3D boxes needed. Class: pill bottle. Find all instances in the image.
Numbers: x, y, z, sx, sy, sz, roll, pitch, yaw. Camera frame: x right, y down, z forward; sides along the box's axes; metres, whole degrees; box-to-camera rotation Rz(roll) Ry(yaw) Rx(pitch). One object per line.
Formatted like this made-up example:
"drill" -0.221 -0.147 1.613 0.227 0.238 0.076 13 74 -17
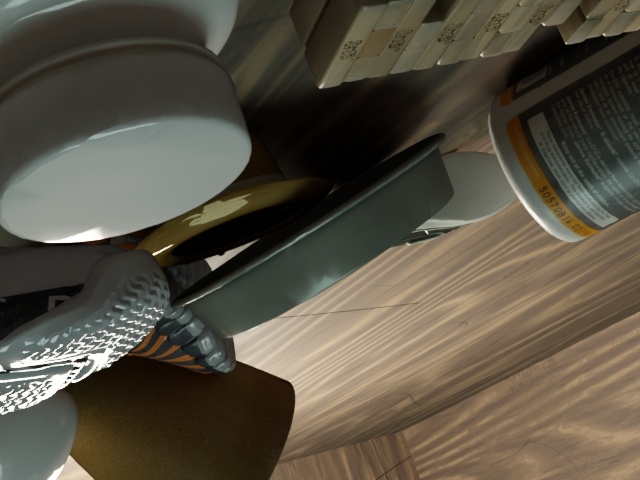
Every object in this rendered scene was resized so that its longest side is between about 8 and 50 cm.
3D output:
"pill bottle" -0.102 -0.118 0.390 0.124 0.221 0.124 -18 162 -6
"pill bottle" 0.302 -0.125 0.929 0.278 0.162 0.162 -29 161 29

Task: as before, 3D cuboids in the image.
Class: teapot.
"teapot" -0.375 0.214 1.038 0.256 0.187 0.252 22 160 -20

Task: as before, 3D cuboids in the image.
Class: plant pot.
"plant pot" -0.200 0.212 1.240 0.254 0.237 0.237 31 142 -14

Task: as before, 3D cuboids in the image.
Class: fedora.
"fedora" -0.083 -0.041 0.891 0.194 0.079 0.194 -23 173 -3

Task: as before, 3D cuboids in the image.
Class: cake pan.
"cake pan" 0.000 0.000 0.962 0.293 0.054 0.293 -32 -175 3

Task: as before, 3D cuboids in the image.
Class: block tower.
"block tower" 0.148 -0.186 0.687 0.335 0.091 0.097 -13 162 -23

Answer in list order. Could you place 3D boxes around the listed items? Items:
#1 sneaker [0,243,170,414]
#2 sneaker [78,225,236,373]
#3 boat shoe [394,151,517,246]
"sneaker" -0.279 0.005 0.585 0.366 0.210 0.137 -13 162 -18
"sneaker" -0.209 0.077 1.088 0.180 0.125 0.321 -18 153 9
"boat shoe" 0.109 -0.038 1.137 0.219 0.078 0.070 -14 163 8
